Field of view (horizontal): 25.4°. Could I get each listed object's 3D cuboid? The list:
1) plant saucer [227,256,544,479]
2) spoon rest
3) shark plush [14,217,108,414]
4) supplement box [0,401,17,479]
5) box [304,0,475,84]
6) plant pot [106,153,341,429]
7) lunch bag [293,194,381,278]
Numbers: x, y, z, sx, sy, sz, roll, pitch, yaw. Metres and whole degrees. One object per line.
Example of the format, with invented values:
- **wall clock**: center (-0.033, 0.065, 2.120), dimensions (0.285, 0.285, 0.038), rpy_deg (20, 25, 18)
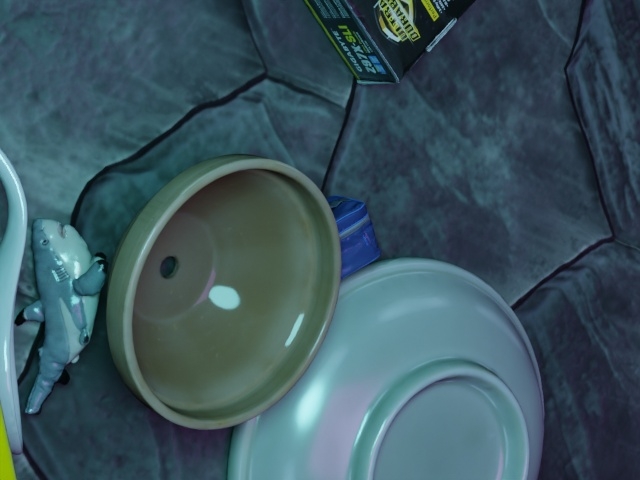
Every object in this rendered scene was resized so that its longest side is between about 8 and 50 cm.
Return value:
- **plant saucer**: center (0.099, 0.220, 1.412), dimensions (0.400, 0.100, 0.401), rpy_deg (-5, 99, -34)
- **spoon rest**: center (-0.261, 0.034, 1.122), dimensions (0.084, 0.137, 0.276), rpy_deg (-12, 98, -10)
- **shark plush**: center (-0.227, 0.064, 1.206), dimensions (0.067, 0.073, 0.161), rpy_deg (12, 105, -11)
- **supplement box**: center (-0.351, 0.136, 1.022), dimensions (0.195, 0.194, 0.357), rpy_deg (-18, 106, -32)
- **box**: center (0.051, -0.349, 1.314), dimensions (0.257, 0.079, 0.322), rpy_deg (-47, 120, -19)
- **plant pot**: center (-0.103, 0.035, 1.224), dimensions (0.237, 0.109, 0.237), rpy_deg (-18, 116, -41)
- **lunch bag**: center (0.000, 0.000, 1.330), dimensions (0.098, 0.067, 0.065), rpy_deg (-31, 112, -27)
